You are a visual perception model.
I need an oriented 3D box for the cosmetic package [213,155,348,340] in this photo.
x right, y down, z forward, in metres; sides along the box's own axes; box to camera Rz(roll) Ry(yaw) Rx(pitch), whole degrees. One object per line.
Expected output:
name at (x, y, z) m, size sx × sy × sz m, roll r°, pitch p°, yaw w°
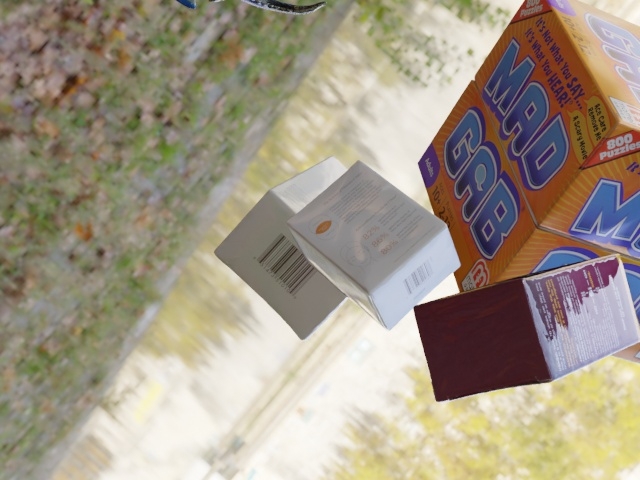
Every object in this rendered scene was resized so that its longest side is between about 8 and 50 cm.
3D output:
cosmetic package at (0.000, 0.000, 1.896) m, size 0.156 × 0.217 × 0.385 m, roll -47°, pitch 175°, yaw 19°

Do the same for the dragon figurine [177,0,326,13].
dragon figurine at (-0.141, -0.307, 1.194) m, size 0.085 × 0.289 × 0.144 m, roll -53°, pitch 180°, yaw 19°

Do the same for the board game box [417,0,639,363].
board game box at (0.410, -0.088, 1.622) m, size 0.356 × 0.356 × 0.356 m, roll -58°, pitch -152°, yaw 33°

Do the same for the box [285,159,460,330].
box at (0.065, 0.004, 1.374) m, size 0.130 × 0.170 × 0.091 m, roll -41°, pitch 141°, yaw -11°

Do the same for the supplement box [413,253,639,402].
supplement box at (0.173, 0.068, 0.900) m, size 0.104 × 0.080 × 0.188 m, roll -17°, pitch 175°, yaw 36°
